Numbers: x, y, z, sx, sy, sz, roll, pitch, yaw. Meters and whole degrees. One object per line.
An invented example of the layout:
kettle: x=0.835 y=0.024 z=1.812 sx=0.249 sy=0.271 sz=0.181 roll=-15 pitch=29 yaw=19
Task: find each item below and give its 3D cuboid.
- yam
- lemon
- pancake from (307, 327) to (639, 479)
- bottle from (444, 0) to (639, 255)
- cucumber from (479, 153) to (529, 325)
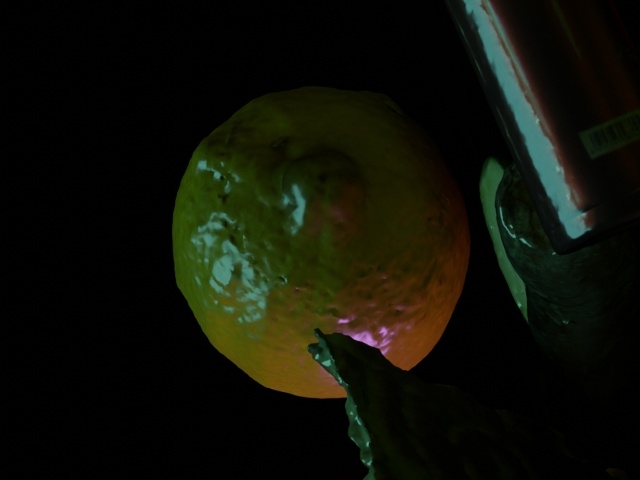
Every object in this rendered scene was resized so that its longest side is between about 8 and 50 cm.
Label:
yam: x=0.122 y=0.035 z=0.793 sx=0.253 sy=0.061 sz=0.061 roll=66 pitch=180 yaw=-62
lemon: x=0.000 y=0.000 z=1.397 sx=0.320 sy=0.245 sz=0.245 roll=88 pitch=160 yaw=-70
pancake: x=0.108 y=0.205 z=0.745 sx=0.305 sy=0.067 sz=0.427 roll=34 pitch=-157 yaw=-18
bottle: x=0.075 y=-0.080 z=0.607 sx=0.060 sy=0.060 sz=0.164 roll=72 pitch=175 yaw=-83
cucumber: x=0.118 y=0.000 z=0.905 sx=0.067 sy=0.035 sz=0.107 roll=101 pitch=151 yaw=-57
